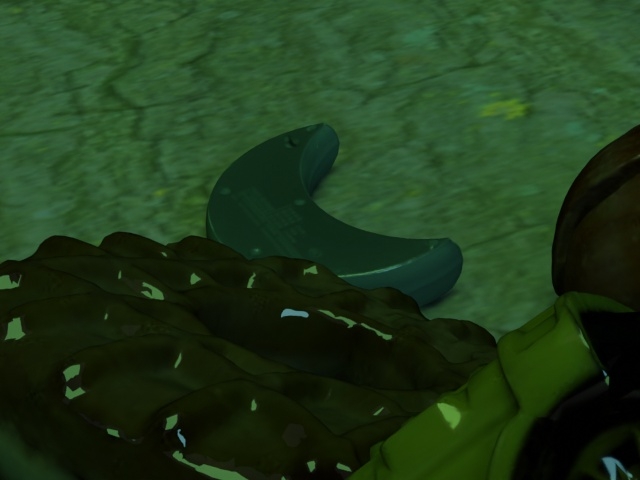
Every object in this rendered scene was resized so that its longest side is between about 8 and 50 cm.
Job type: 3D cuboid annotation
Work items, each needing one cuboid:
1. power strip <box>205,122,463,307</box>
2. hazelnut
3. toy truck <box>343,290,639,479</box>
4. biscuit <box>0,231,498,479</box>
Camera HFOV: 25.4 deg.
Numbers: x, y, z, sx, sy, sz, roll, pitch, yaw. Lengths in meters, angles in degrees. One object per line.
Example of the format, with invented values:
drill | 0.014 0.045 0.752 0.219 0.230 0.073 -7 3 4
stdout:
power strip | 0.000 0.000 0.933 0.137 0.044 0.216 -21 39 -17
hazelnut | 0.207 -0.002 0.846 0.143 0.143 0.154 8 32 18
toy truck | 0.121 0.226 0.390 0.254 0.180 0.405 -33 74 13
biscuit | -0.015 0.084 0.673 0.332 0.103 0.332 14 12 -3
